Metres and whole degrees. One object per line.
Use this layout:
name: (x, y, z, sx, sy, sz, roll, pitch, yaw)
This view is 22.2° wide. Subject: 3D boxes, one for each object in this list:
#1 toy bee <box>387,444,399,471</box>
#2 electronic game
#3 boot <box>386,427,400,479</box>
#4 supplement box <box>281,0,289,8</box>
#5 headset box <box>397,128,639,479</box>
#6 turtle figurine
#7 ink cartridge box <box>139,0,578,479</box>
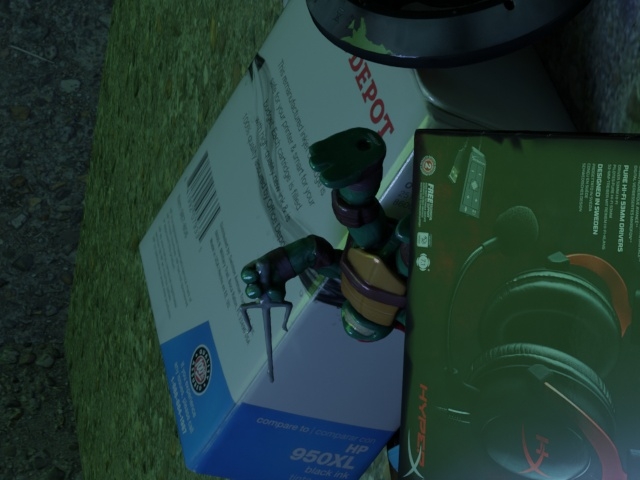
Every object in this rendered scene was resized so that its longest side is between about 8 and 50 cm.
toy bee: (0.118, 0.166, 1.257, 0.298, 0.162, 0.195, -5, 100, 42)
electronic game: (0.100, -0.205, 1.199, 0.229, 0.229, 0.048, -108, 0, -46)
boot: (0.106, 0.252, 1.381, 0.115, 0.112, 0.305, 87, 180, -57)
supplement box: (0.026, -0.345, 1.622, 0.220, 0.114, 0.111, 105, 157, -43)
headset box: (0.192, 0.051, 0.884, 0.293, 0.110, 0.218, 6, 95, 40)
turtle figurine: (0.035, 0.031, 1.136, 0.234, 0.175, 0.118, 100, -167, -53)
ink cartridge box: (0.020, -0.025, 1.357, 0.395, 0.166, 0.285, -55, 34, 31)
